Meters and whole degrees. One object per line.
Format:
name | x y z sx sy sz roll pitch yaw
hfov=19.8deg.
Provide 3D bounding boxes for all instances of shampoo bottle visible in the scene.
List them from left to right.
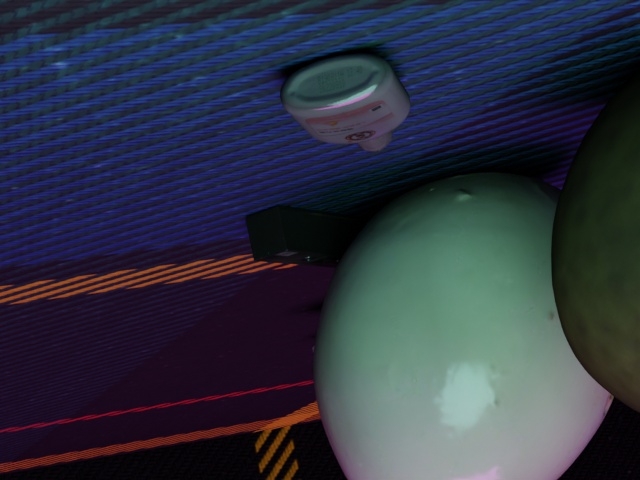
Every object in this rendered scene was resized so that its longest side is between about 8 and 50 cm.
shampoo bottle | 0.024 -0.094 1.311 0.080 0.040 0.165 -15 168 8

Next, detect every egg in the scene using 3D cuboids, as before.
egg | 0.133 0.104 1.687 0.283 0.345 0.283 16 149 10

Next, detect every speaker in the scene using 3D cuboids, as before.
speaker | 0.000 0.000 1.755 0.040 0.046 0.191 -19 168 29

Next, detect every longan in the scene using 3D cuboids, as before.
longan | 0.327 -0.005 1.413 0.319 0.319 0.319 -11 169 -2

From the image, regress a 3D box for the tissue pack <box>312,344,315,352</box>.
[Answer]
tissue pack | 0.137 0.170 2.561 0.225 0.124 0.185 0 164 -46
